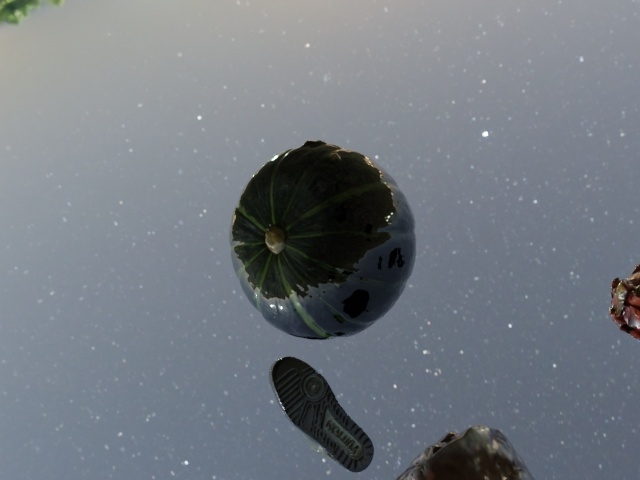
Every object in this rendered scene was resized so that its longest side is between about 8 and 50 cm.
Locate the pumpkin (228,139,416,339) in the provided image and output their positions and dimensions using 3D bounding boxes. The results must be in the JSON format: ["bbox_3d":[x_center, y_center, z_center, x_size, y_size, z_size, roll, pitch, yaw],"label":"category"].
[{"bbox_3d":[0.000,0.000,1.018,0.323,0.324,0.241,-7,178,30],"label":"pumpkin"}]

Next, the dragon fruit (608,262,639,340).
[{"bbox_3d":[0.555,0.098,1.032,0.133,0.208,0.150,10,-123,26],"label":"dragon fruit"}]

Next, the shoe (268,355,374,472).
[{"bbox_3d":[-0.022,0.360,1.288,0.109,0.293,0.149,-45,-169,-24],"label":"shoe"}]

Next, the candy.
[{"bbox_3d":[0.176,0.370,0.837,0.214,0.290,0.157,-13,-128,-26],"label":"candy"}]
